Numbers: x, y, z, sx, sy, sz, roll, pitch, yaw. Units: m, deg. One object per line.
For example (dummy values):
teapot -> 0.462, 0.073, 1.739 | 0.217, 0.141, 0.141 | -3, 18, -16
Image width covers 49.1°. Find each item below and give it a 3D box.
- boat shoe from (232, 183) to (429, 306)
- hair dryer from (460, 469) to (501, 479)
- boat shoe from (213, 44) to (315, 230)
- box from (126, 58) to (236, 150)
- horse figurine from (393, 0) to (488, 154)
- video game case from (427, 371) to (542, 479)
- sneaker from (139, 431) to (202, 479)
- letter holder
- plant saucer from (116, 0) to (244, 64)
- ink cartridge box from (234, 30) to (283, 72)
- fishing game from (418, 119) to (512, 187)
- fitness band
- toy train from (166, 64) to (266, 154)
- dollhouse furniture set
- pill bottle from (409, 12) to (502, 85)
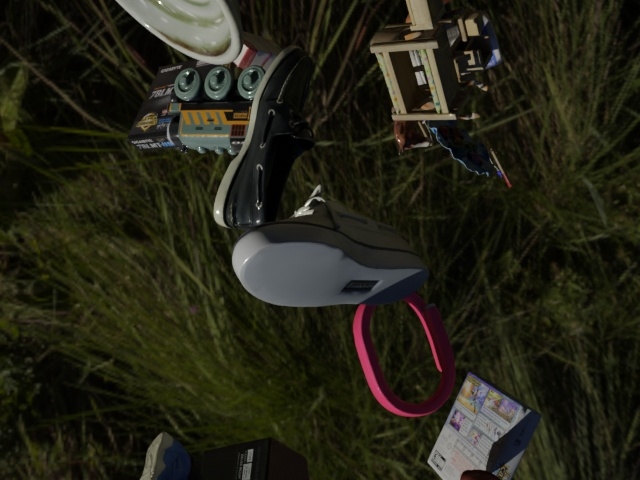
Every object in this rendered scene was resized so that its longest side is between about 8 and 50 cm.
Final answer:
boat shoe -> 0.006, -0.005, 0.991 | 0.367, 0.156, 0.136 | 6, 136, -46
hair dryer -> 0.320, 0.538, 1.307 | 0.080, 0.293, 0.223 | -11, 123, -5
boat shoe -> -0.067, -0.168, 1.207 | 0.113, 0.340, 0.127 | 21, 171, 23
box -> -0.426, -0.421, 2.148 | 0.296, 0.293, 0.073 | 1, 154, 35
horse figurine -> 0.185, -0.284, 1.136 | 0.175, 0.263, 0.066 | -12, -162, -18
video game case -> 0.358, 0.447, 1.568 | 0.061, 0.244, 0.269 | 24, 180, -12
sneaker -> -0.198, 0.328, 0.933 | 0.085, 0.152, 0.058 | 39, 104, -14
letter holder -> -0.093, 0.521, 1.177 | 0.152, 0.301, 0.214 | -20, 137, 28
plant saucer -> -0.271, -0.477, 1.191 | 0.100, 0.400, 0.400 | -53, 155, -15
ink cartridge box -> -0.183, -0.539, 2.018 | 0.198, 0.115, 0.067 | -2, 134, -51
fishing game -> 0.310, -0.215, 1.514 | 0.264, 0.189, 0.041 | 23, 125, -28
fitness band -> 0.187, 0.243, 1.553 | 0.209, 0.290, 0.054 | -15, 171, -25
toy train -> -0.210, -0.288, 1.596 | 0.334, 0.190, 0.142 | 5, 173, 27
dollhouse furniture set -> 0.135, -0.275, 0.901 | 0.101, 0.161, 0.182 | 6, 136, 33
pill bottle -> 0.195, -0.278, 1.050 | 0.137, 0.078, 0.078 | -19, 151, 16
